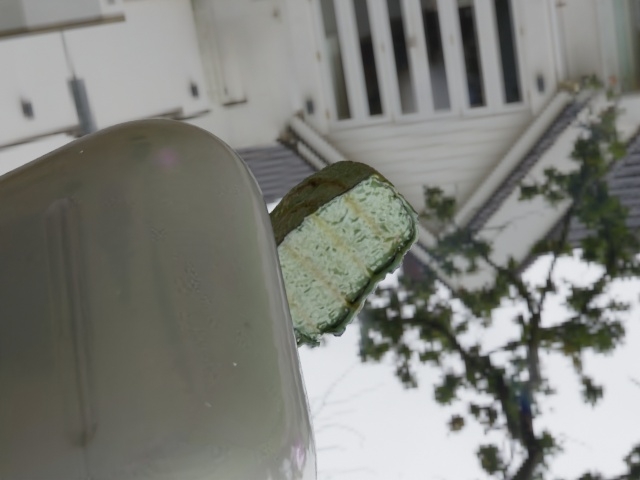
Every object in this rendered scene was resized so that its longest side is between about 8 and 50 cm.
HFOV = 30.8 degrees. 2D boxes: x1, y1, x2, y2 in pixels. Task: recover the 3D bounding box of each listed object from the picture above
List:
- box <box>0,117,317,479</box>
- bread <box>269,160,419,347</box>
[{"bbox_3d":[-0.177,0.097,0.678,0.349,0.288,0.141,-23,147,16],"label":"box"},{"bbox_3d":[-0.005,0.003,0.961,0.156,0.103,0.110,-42,-149,-1],"label":"bread"}]
